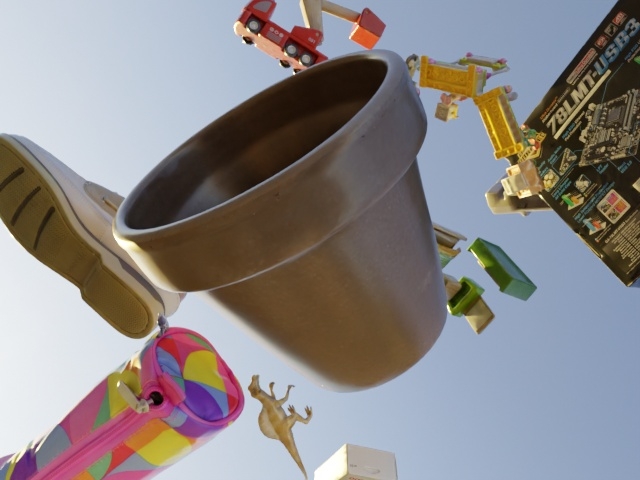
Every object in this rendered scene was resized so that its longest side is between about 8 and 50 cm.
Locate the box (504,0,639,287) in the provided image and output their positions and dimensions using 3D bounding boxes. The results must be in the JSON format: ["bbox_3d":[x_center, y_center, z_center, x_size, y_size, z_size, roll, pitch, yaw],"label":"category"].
[{"bbox_3d":[0.429,-0.138,0.858,0.295,0.073,0.293,-57,-135,30],"label":"box"}]

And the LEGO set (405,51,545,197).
[{"bbox_3d":[0.244,-0.195,0.932,0.287,0.107,0.132,44,-43,23],"label":"LEGO set"}]

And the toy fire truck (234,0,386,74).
[{"bbox_3d":[-0.015,-0.313,0.941,0.192,0.135,0.047,30,-15,-9],"label":"toy fire truck"}]

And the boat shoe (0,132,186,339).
[{"bbox_3d":[-0.292,-0.015,0.804,0.113,0.103,0.302,-37,-84,34],"label":"boat shoe"}]

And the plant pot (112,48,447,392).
[{"bbox_3d":[0.000,0.000,0.553,0.263,0.263,0.229,-5,-53,45],"label":"plant pot"}]

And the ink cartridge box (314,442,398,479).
[{"bbox_3d":[0.055,0.377,1.021,0.122,0.089,0.052,126,-26,-44],"label":"ink cartridge box"}]

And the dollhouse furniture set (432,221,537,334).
[{"bbox_3d":[0.280,0.091,1.390,0.197,0.302,0.151,-53,-141,23],"label":"dollhouse furniture set"}]

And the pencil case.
[{"bbox_3d":[-0.172,0.163,0.517,0.236,0.104,0.104,-40,-103,18],"label":"pencil case"}]

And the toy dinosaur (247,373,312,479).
[{"bbox_3d":[-0.060,0.296,1.040,0.053,0.093,0.183,-37,-98,40],"label":"toy dinosaur"}]

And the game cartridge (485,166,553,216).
[{"bbox_3d":[0.474,-0.125,1.029,0.355,0.230,0.068,-1,-60,52],"label":"game cartridge"}]
